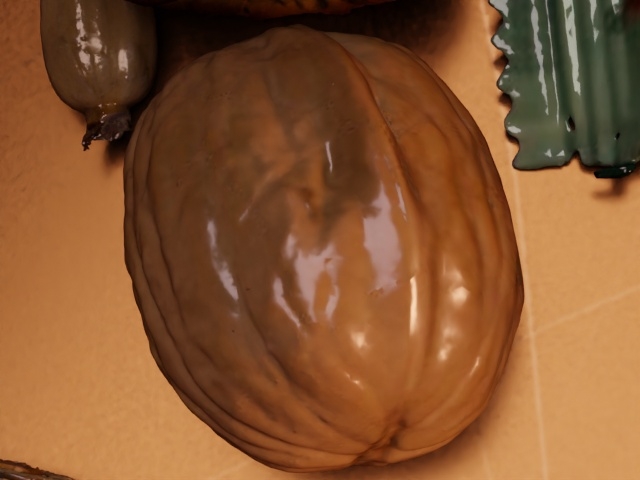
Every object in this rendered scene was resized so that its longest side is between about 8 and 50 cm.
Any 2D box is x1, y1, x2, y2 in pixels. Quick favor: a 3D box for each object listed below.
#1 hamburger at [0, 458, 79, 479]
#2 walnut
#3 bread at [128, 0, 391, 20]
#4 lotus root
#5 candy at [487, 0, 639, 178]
[{"bbox_3d":[-0.225,0.169,1.121,0.176,0.087,0.102,12,91,1],"label":"hamburger"},{"bbox_3d":[0.000,0.000,1.066,0.225,0.225,0.261,-17,73,2],"label":"walnut"},{"bbox_3d":[-0.032,-0.204,1.101,0.247,0.232,0.135,-2,89,-39],"label":"bread"},{"bbox_3d":[-0.136,-0.127,1.178,0.073,0.062,0.150,-3,79,-19],"label":"lotus root"},{"bbox_3d":[0.290,-0.174,1.110,0.398,0.172,0.262,-3,84,17],"label":"candy"}]
